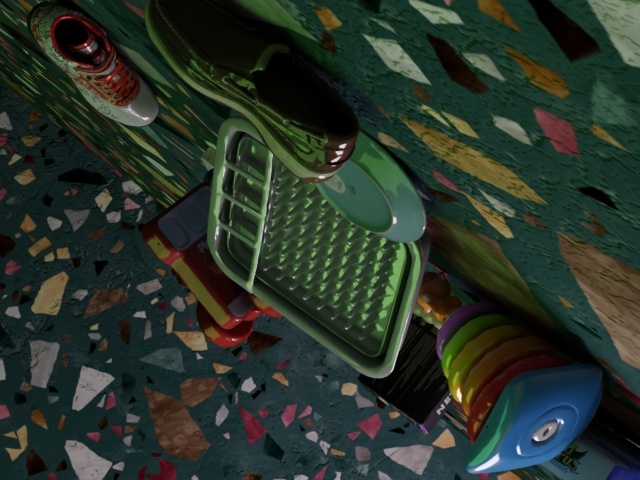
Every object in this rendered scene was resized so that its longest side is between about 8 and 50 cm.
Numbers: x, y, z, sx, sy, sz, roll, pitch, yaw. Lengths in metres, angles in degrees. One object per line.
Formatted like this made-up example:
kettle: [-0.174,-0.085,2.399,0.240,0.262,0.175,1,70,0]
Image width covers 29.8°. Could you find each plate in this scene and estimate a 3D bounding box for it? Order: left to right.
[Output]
plate: [0.040,-0.062,1.365,0.188,0.024,0.188,36,157,18]

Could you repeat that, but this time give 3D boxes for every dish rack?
dish rack: [0.000,0.000,1.571,0.333,0.072,0.285,35,138,23]

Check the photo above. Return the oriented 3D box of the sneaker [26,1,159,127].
sneaker: [-0.346,-0.266,1.902,0.270,0.090,0.145,46,172,-28]

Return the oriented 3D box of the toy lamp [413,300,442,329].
toy lamp: [0.136,0.092,1.807,0.275,0.080,0.080,29,168,45]

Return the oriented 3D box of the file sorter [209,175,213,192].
file sorter: [-0.099,-0.076,1.817,0.118,0.104,0.170,39,173,1]

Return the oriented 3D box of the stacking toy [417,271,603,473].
stacking toy: [0.211,0.146,1.576,0.166,0.175,0.302,-2,-141,-34]

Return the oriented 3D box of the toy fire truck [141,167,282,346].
toy fire truck: [-0.130,0.006,1.967,0.169,0.302,0.254,-32,98,39]

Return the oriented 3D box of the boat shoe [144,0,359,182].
boat shoe: [-0.061,-0.174,1.196,0.257,0.095,0.095,40,149,-3]

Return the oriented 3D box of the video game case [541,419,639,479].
video game case: [0.374,0.294,1.691,0.269,0.061,0.244,22,-172,-45]

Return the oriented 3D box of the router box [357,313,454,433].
router box: [0.163,0.183,1.827,0.133,0.179,0.046,34,169,31]

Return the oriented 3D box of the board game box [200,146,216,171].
board game box: [-0.142,-0.100,2.161,0.154,0.026,0.103,37,172,10]
